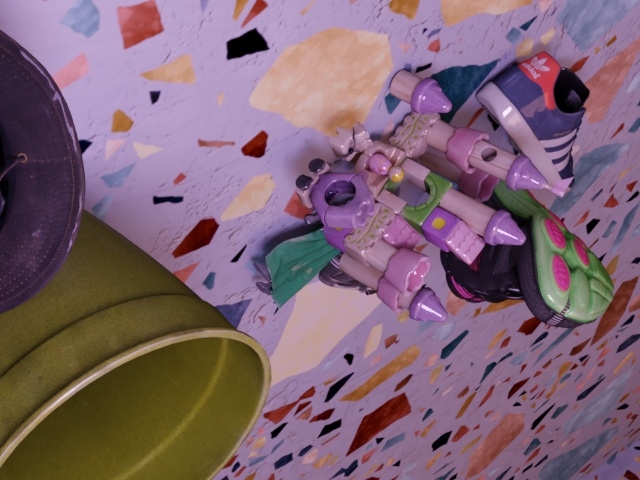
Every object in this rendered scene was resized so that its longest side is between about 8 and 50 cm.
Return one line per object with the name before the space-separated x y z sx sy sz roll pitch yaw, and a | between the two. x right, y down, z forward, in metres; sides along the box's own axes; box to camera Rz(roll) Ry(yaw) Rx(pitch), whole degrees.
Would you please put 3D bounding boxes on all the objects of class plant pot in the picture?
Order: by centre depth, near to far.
plant pot | -0.305 0.118 1.429 0.366 0.353 0.366 -30 148 -21

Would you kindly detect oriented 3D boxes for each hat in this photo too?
hat | -0.378 -0.091 1.251 0.331 0.134 0.331 -1 115 -3

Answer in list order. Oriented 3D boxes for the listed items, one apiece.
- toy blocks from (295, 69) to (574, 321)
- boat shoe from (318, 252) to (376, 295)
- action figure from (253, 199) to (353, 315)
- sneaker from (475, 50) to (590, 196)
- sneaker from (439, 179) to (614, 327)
toy blocks | 0.173 -0.048 1.825 0.288 0.260 0.309 -52 153 -14
boat shoe | 0.082 0.050 2.102 0.219 0.078 0.070 9 123 -45
action figure | 0.000 0.000 1.942 0.232 0.063 0.137 -36 150 -25
sneaker | 0.381 -0.190 2.079 0.148 0.131 0.350 -41 151 7
sneaker | 0.304 0.040 1.996 0.185 0.483 0.202 41 98 -17
